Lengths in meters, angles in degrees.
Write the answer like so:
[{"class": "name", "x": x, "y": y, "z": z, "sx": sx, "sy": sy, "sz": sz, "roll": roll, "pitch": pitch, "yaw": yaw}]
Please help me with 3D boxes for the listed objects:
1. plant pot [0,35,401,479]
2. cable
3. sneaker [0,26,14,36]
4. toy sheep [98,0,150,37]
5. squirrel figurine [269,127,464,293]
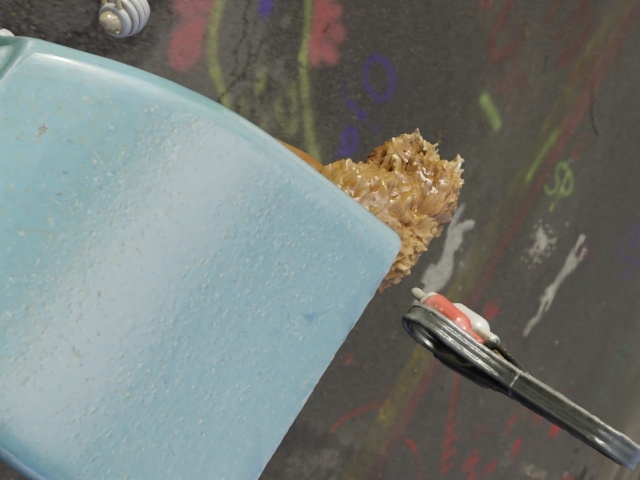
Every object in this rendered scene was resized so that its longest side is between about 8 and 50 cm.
[{"class": "plant pot", "x": -0.155, "y": 0.008, "z": 0.486, "sx": 0.252, "sy": 0.248, "sz": 0.247, "roll": 42, "pitch": 75, "yaw": -40}, {"class": "cable", "x": 0.190, "y": 0.119, "z": 0.766, "sx": 0.139, "sy": 0.287, "sz": 0.072, "roll": 42, "pitch": 79, "yaw": -37}, {"class": "sneaker", "x": -0.477, "y": -0.269, "z": 1.212, "sx": 0.235, "sy": 0.153, "sz": 0.094, "roll": 27, "pitch": 103, "yaw": -48}, {"class": "toy sheep", "x": -0.345, "y": -0.407, "z": 1.351, "sx": 0.132, "sy": 0.091, "sz": 0.091, "roll": -51, "pitch": 144, "yaw": -41}, {"class": "squirrel figurine", "x": 0.000, "y": 0.000, "z": 1.025, "sx": 0.370, "sy": 0.397, "sz": 0.281, "roll": 19, "pitch": 67, "yaw": -64}]
